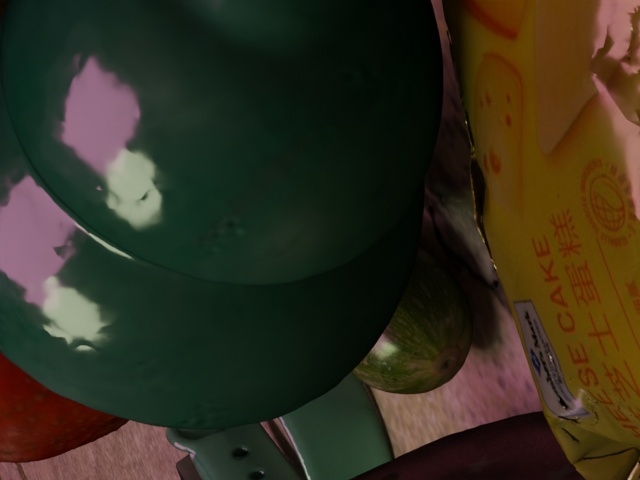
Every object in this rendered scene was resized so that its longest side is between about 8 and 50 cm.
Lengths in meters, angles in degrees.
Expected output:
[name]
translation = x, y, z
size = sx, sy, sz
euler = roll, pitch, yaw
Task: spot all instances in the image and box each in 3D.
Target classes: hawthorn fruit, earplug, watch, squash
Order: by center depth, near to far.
[earplug]
translation = -0.016, -0.046, 0.502
size = 0.164, 0.257, 0.280
euler = 42, 155, 6
[squash]
translation = 0.000, 0.000, 0.696
size = 0.229, 0.066, 0.066
euler = 48, 150, 49
[watch]
translation = -0.035, 0.102, 0.880
size = 0.237, 0.068, 0.195
euler = 13, 123, 62
[hawthorn fruit]
translation = -0.227, 0.065, 1.051
size = 0.205, 0.253, 0.205
euler = 53, 154, 41

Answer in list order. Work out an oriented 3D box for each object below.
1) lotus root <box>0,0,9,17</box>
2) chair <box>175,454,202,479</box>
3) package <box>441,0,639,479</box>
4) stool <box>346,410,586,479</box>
[lotus root]
translation = -0.328, -0.165, 1.089
size = 0.267, 0.260, 0.149
euler = 55, 154, 35
[chair]
translation = -0.128, 0.294, 1.099
size = 0.275, 0.203, 0.190
euler = 41, 157, 44
[package]
translation = 0.094, -0.031, 0.380
size = 0.168, 0.090, 0.226
euler = 158, 101, -67
[stool]
translation = 0.046, 0.200, 0.514
size = 0.178, 0.272, 0.272
euler = 60, 161, -10
